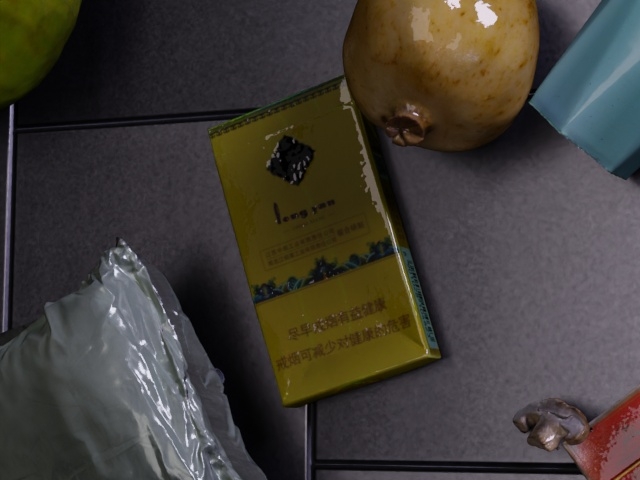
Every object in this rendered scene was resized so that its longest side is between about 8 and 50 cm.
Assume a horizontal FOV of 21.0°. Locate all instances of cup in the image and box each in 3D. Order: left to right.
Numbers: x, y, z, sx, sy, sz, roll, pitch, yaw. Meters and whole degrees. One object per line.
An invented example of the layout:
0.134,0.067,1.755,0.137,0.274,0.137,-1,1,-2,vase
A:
0.286,-0.174,1.450,0.235,0.134,0.148,-48,66,12,cup

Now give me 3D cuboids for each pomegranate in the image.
0.101,-0.161,1.494,0.196,0.196,0.196,-3,83,23,pomegranate

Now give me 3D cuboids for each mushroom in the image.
0.197,0.157,1.477,0.019,0.101,0.049,47,72,-20,mushroom

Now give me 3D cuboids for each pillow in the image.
-0.205,0.184,1.603,0.283,0.138,0.310,-37,72,31,pillow

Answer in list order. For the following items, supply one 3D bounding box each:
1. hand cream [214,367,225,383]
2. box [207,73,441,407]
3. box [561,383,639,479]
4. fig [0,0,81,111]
-0.134,0.152,1.649,0.102,0.022,0.035,-32,75,23,hand cream
0.000,0.001,1.598,0.153,0.041,0.279,-21,76,20,box
0.299,0.208,1.444,0.112,0.048,0.175,-41,71,14,box
-0.393,-0.248,1.639,0.258,0.326,0.258,-10,75,41,fig
